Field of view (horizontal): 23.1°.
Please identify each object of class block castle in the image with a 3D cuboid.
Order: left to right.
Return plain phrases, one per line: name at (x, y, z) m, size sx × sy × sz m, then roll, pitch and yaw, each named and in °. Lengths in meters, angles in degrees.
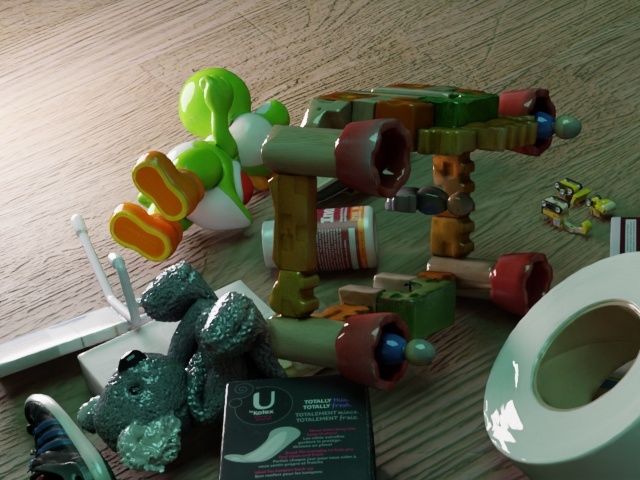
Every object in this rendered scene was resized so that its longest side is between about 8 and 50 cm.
block castle at (0.137, -0.023, 1.830) m, size 0.213 × 0.303 × 0.453 m, roll 7°, pitch 13°, yaw 32°

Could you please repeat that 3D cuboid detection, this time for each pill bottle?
pill bottle at (0.000, 0.000, 2.121) m, size 0.152 × 0.086 × 0.086 m, roll -5°, pitch 35°, yaw 6°

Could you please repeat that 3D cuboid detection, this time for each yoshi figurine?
yoshi figurine at (-0.182, -0.135, 2.263) m, size 0.204 × 0.203 × 0.362 m, roll 0°, pitch 27°, yaw 29°

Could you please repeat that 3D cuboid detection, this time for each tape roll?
tape roll at (0.319, 0.152, 1.706) m, size 0.286 × 0.100 × 0.286 m, roll -35°, pitch 28°, yaw 22°

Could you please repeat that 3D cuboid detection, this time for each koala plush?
koala plush at (-0.169, 0.177, 1.827) m, size 0.221 × 0.203 × 0.196 m, roll -36°, pitch 31°, yaw -21°

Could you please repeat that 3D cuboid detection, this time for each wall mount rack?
wall mount rack at (-0.375, 0.075, 2.067) m, size 0.350 × 0.130 × 0.304 m, roll -19°, pitch 14°, yaw -16°

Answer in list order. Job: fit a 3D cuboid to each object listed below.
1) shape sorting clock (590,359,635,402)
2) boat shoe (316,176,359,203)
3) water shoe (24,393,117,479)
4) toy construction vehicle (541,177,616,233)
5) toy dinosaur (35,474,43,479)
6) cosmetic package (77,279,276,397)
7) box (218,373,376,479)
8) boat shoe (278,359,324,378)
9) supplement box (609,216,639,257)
shape sorting clock at (0.389, 0.145, 1.870) m, size 0.206 × 0.040 × 0.206 m, roll -8°, pitch 31°, yaw 5°
boat shoe at (0.055, -0.106, 2.273) m, size 0.081 × 0.068 × 0.228 m, roll 9°, pitch 37°, yaw 43°
water shoe at (-0.317, 0.252, 1.847) m, size 0.080 × 0.073 × 0.203 m, roll -32°, pitch 40°, yaw -21°
toy construction vehicle at (0.351, -0.045, 2.160) m, size 0.098 × 0.035 × 0.086 m, roll 27°, pitch 37°, yaw 36°
toy dinosaur at (-0.364, 0.310, 1.783) m, size 0.082 × 0.090 × 0.047 m, roll 3°, pitch 4°, yaw -43°
cosmetic package at (-0.176, 0.141, 1.981) m, size 0.239 × 0.060 × 0.099 m, roll -25°, pitch 36°, yaw -21°
box at (-0.021, 0.283, 1.675) m, size 0.165 × 0.143 × 0.270 m, roll -4°, pitch 35°, yaw 3°
boat shoe at (-0.016, 0.133, 1.959) m, size 0.170 × 0.059 × 0.063 m, roll -19°, pitch 36°, yaw -15°
supplement box at (0.488, 0.027, 1.976) m, size 0.239 × 0.073 × 0.130 m, roll 0°, pitch 27°, yaw 12°
